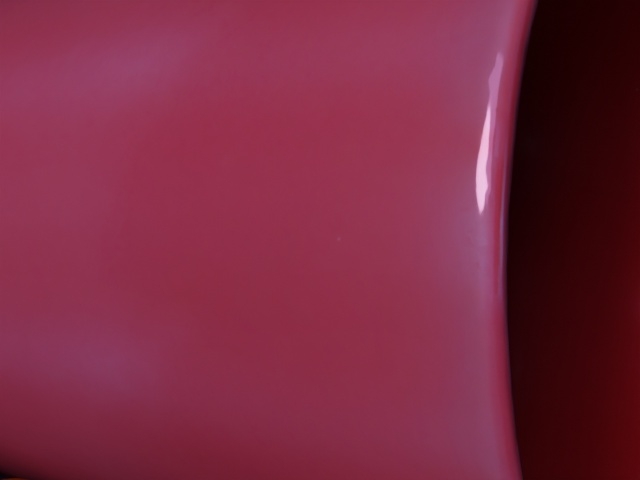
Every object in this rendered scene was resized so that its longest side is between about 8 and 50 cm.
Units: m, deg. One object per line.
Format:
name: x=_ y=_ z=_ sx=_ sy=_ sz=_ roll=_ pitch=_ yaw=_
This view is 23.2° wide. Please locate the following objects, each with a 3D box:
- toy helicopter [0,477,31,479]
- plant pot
toy helicopter: x=-0.129 y=0.154 z=0.452 sx=0.140 sy=0.355 sz=0.235 roll=37 pitch=63 yaw=-2
plant pot: x=0.000 y=0.000 z=0.549 sx=0.243 sy=0.275 sz=0.275 roll=2 pitch=62 yaw=27
